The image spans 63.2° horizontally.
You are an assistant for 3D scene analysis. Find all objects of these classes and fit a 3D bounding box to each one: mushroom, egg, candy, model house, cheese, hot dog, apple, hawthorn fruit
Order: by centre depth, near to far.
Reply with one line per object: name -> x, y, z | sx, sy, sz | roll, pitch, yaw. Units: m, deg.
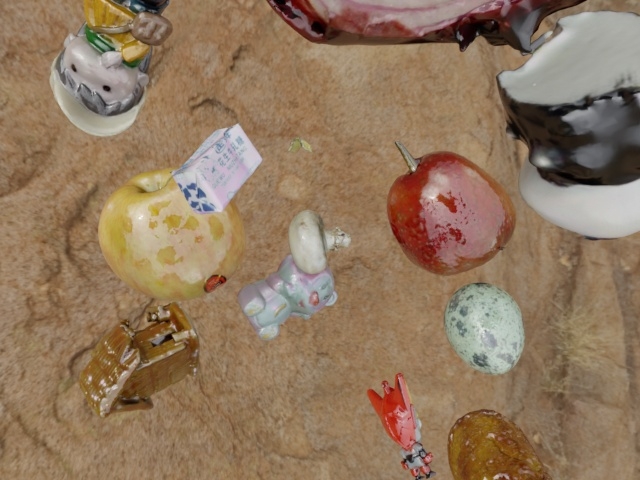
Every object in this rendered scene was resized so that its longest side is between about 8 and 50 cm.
hot dog -> 0.192, 0.252, 0.572 | 0.099, 0.147, 0.065 | -33, 107, 5
mushroom -> 0.000, 0.000, 0.666 | 0.079, 0.085, 0.085 | -12, 90, 6
egg -> 0.281, 0.150, 0.890 | 0.132, 0.172, 0.132 | -3, 131, -3
candy -> -0.180, -0.127, 0.912 | 0.092, 0.073, 0.160 | 59, 42, -30
model house -> -0.376, 0.236, 1.055 | 0.229, 0.199, 0.219 | -25, 138, -34
hawthorn fruit -> 0.283, -0.086, 1.246 | 0.285, 0.285, 0.369 | -43, 100, -14
apple -> -0.413, -0.027, 1.468 | 0.391, 0.391, 0.346 | -20, 130, -16
cheese -> -0.070, -0.312, 1.712 | 0.060, 0.084, 0.041 | 20, 74, -47

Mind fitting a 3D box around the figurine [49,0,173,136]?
figurine -> -0.389, -0.365, 0.991 | 0.185, 0.204, 0.332 | 30, 110, -14

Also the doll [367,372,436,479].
doll -> 0.139, 0.320, 0.885 | 0.057, 0.109, 0.169 | -3, 62, -31

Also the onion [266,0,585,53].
onion -> 0.071, -0.302, 0.345 | 0.341, 0.341, 0.341 | 1, 86, -16

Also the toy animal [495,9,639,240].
toy animal -> 0.340, -0.133, 0.650 | 0.212, 0.212, 0.267 | -51, 137, -13

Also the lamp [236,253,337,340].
lamp -> -0.108, 0.156, 1.671 | 0.301, 0.247, 0.247 | -29, 119, -7
